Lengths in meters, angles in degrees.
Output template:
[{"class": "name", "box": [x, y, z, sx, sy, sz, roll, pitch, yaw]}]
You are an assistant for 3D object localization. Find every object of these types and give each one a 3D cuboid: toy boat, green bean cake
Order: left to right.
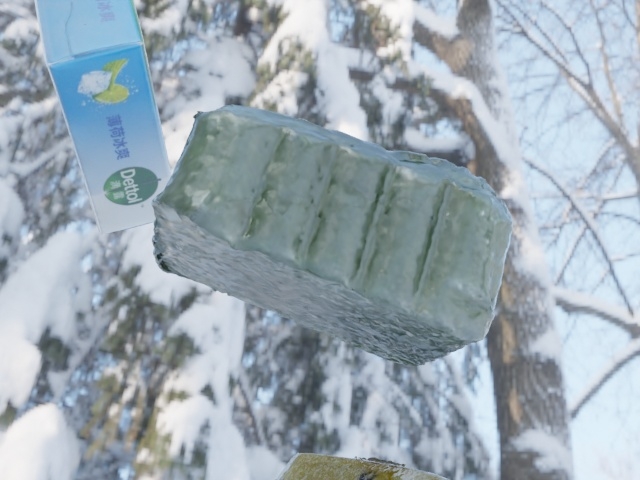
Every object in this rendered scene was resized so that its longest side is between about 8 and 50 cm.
[{"class": "green bean cake", "box": [0.000, 0.000, 0.617, 0.185, 0.094, 0.183, 17, -12, -4]}, {"class": "toy boat", "box": [0.045, 0.213, 0.823, 0.226, 0.068, 0.088, -3, -49, 48]}]

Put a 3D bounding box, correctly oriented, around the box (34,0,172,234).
[{"class": "box", "box": [-0.172, -0.121, 0.858, 0.073, 0.139, 0.194, -14, -37, -9]}]
